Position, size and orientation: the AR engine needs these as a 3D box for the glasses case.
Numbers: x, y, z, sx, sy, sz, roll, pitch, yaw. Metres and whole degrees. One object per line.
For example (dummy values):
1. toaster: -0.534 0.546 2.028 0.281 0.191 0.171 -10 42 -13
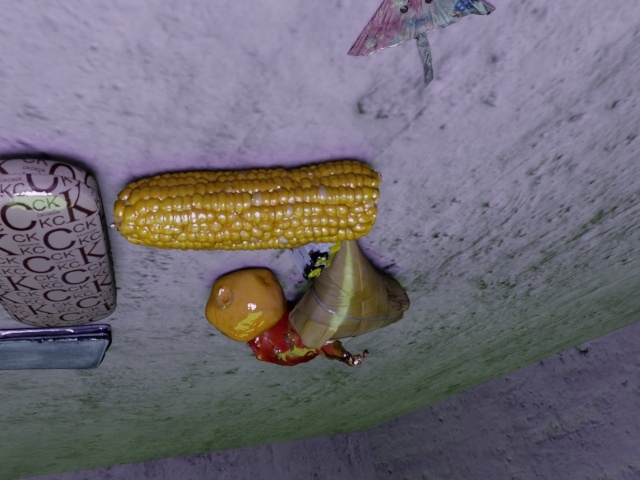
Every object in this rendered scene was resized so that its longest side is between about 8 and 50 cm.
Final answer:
1. glasses case: -0.319 0.022 0.665 0.137 0.085 0.355 -5 154 -19

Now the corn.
1. corn: -0.078 -0.037 0.650 0.312 0.102 0.102 -5 153 -11

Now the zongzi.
1. zongzi: 0.083 0.059 0.950 0.228 0.115 0.256 -10 134 -36

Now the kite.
1. kite: 0.091 -0.191 0.514 0.139 0.011 0.157 -15 153 11

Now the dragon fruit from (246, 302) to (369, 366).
1. dragon fruit: -0.027 0.187 1.040 0.246 0.125 0.125 13 166 33

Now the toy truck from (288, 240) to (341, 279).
1. toy truck: 0.000 0.000 0.796 0.077 0.076 0.111 -20 158 -27

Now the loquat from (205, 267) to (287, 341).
1. loquat: -0.117 0.104 0.914 0.137 0.113 0.137 -33 156 -17

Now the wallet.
1. wallet: -0.494 0.195 1.000 0.222 0.036 0.167 3 151 -27
